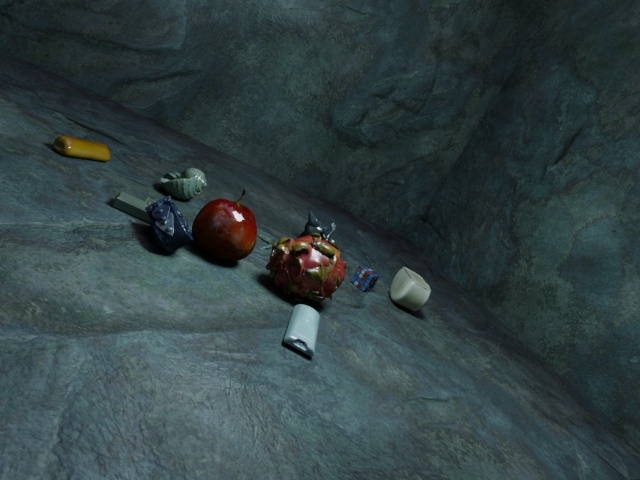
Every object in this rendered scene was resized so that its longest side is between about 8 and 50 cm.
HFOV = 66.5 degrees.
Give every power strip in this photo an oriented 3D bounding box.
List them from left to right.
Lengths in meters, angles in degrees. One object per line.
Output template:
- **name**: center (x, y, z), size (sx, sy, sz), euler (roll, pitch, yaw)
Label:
- **power strip**: center (-0.637, -0.122, 1.798), size (0.216, 0.061, 0.145), euler (26, 15, -16)

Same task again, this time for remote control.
- **remote control**: center (-0.051, 0.279, 1.581), size (0.103, 0.051, 0.293), euler (29, 14, -3)

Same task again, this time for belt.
- **belt**: center (-0.516, -0.040, 1.643), size (0.218, 0.128, 0.122), euler (48, -15, 48)

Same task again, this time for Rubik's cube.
- **Rubik's cube**: center (0.219, 0.187, 2.385), size (0.092, 0.092, 0.092), euler (37, 15, 26)

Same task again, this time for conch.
- **conch**: center (-0.605, -0.245, 2.175), size (0.200, 0.131, 0.172), euler (-6, 32, 17)

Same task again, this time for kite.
- **kite**: center (-0.223, 0.022, 2.242), size (0.229, 0.012, 0.250), euler (30, 13, 15)

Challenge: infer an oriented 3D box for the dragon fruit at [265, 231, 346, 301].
- **dragon fruit**: center (-0.058, 0.091, 1.829), size (0.291, 0.269, 0.250), euler (25, 4, -32)

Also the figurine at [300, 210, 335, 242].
- **figurine**: center (-0.002, 0.004, 2.542), size (0.140, 0.193, 0.265), euler (-2, 57, -23)

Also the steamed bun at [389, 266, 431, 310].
- **steamed bun**: center (0.444, 0.254, 2.457), size (0.146, 0.164, 0.241), euler (29, 12, -12)

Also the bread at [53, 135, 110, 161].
- **bread**: center (-0.973, -0.378, 2.012), size (0.092, 0.074, 0.239), euler (29, 12, 19)

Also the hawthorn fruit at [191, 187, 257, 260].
- **hawthorn fruit**: center (-0.334, -0.069, 1.789), size (0.242, 0.271, 0.242), euler (19, 10, -4)
